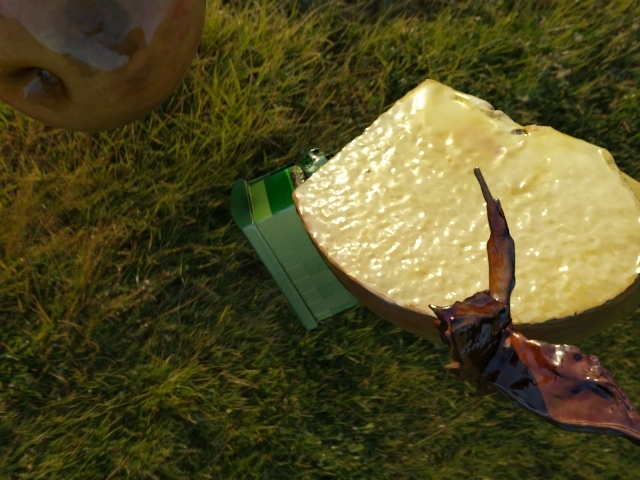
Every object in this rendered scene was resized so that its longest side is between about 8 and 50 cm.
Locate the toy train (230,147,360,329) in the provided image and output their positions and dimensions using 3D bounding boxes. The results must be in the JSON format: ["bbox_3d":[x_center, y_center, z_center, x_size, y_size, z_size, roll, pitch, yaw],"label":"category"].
[{"bbox_3d":[0.000,0.000,0.949,0.202,0.301,0.120,-23,42,5],"label":"toy train"}]

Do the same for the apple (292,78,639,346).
[{"bbox_3d":[0.166,-0.009,0.615,0.314,0.252,0.309,-5,38,-47],"label":"apple"}]

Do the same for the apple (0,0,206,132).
[{"bbox_3d":[-0.339,-0.327,0.856,0.363,0.364,0.364,3,77,-14],"label":"apple"}]

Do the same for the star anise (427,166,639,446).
[{"bbox_3d":[0.137,0.044,0.416,0.140,0.158,0.144,37,76,-14],"label":"star anise"}]
